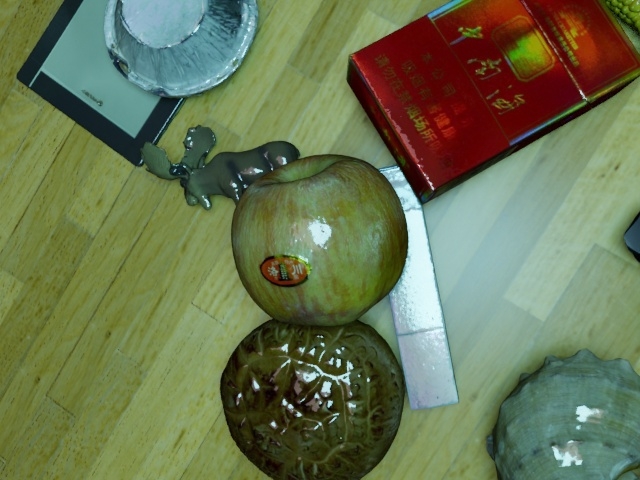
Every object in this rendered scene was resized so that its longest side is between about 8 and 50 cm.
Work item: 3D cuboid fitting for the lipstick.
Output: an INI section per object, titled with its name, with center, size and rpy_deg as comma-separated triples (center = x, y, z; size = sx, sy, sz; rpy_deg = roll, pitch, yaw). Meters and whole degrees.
[lipstick]
center = 0.124, 0.059, 0.829
size = 0.068, 0.066, 0.318
rpy_deg = -11, 86, 8

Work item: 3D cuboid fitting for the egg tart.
[egg tart]
center = -0.205, -0.321, 0.877
size = 0.234, 0.094, 0.234
rpy_deg = -1, 86, 9

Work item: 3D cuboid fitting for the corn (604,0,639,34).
[corn]
center = 0.397, -0.336, 0.777
size = 0.102, 0.102, 0.313
rpy_deg = -41, 81, 7

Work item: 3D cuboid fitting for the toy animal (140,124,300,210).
[toy animal]
center = -0.132, -0.093, 0.879
size = 0.214, 0.094, 0.186
rpy_deg = -21, 89, 2

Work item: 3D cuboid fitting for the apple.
[apple]
center = 0.000, 0.000, 0.735
size = 0.211, 0.211, 0.188
rpy_deg = -12, 108, 10

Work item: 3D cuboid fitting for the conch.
[conch]
center = 0.304, 0.289, 0.729
size = 0.263, 0.186, 0.324
rpy_deg = 46, 70, -3

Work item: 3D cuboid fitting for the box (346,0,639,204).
[box]
center = 0.216, -0.209, 0.779
size = 0.313, 0.089, 0.197
rpy_deg = -30, 82, -6

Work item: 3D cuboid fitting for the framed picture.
[framed picture]
center = -0.282, -0.324, 0.945
size = 0.265, 0.016, 0.347
rpy_deg = 34, 94, 9

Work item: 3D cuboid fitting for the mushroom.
[mushroom]
center = -0.015, 0.208, 0.808
size = 0.253, 0.153, 0.253
rpy_deg = 3, 99, 18

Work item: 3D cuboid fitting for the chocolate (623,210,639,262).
[chocolate]
center = 0.452, -0.008, 0.767
size = 0.148, 0.080, 0.125
rpy_deg = 7, 77, 17
